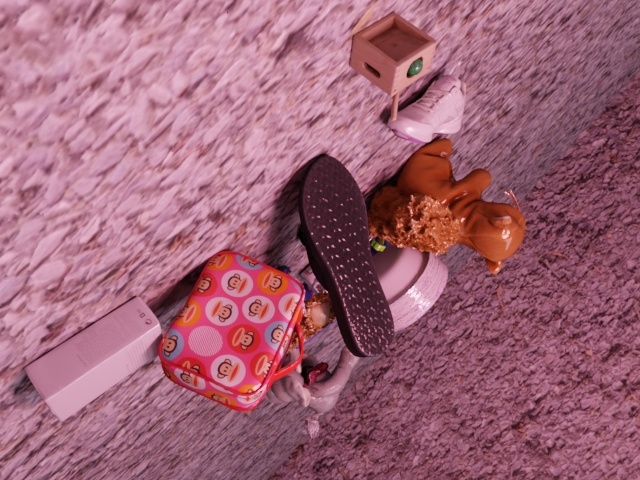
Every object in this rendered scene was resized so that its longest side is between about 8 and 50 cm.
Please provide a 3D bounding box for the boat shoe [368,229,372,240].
[{"bbox_3d":[0.152,-0.035,1.780,0.125,0.038,0.046,-44,-159,7],"label":"boat shoe"}]

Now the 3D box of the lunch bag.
[{"bbox_3d":[-0.153,0.181,1.192,0.120,0.258,0.293,102,12,-54],"label":"lunch bag"}]

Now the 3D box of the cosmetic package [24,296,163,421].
[{"bbox_3d":[-0.410,0.218,1.100,0.231,0.085,0.117,-33,155,-28],"label":"cosmetic package"}]

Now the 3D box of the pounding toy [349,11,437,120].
[{"bbox_3d":[0.136,-0.323,1.099,0.130,0.141,0.100,-37,157,-23],"label":"pounding toy"}]

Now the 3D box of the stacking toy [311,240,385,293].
[{"bbox_3d":[0.087,0.074,1.589,0.167,0.052,0.221,-56,151,13],"label":"stacking toy"}]

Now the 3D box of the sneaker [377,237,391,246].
[{"bbox_3d":[0.244,0.043,1.967,0.091,0.126,0.240,-30,153,-38],"label":"sneaker"}]

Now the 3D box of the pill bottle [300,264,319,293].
[{"bbox_3d":[0.034,0.072,1.665,0.169,0.094,0.094,-44,159,-8],"label":"pill bottle"}]

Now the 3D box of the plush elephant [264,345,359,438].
[{"bbox_3d":[-0.066,0.477,2.031,0.255,0.272,0.329,40,54,-34],"label":"plush elephant"}]

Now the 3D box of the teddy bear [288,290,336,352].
[{"bbox_3d":[-0.046,0.187,1.436,0.245,0.113,0.338,-28,171,-26],"label":"teddy bear"}]

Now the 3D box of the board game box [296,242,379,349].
[{"bbox_3d":[0.046,0.174,1.888,0.347,0.078,0.233,-30,153,-38],"label":"board game box"}]

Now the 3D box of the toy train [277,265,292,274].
[{"bbox_3d":[-0.130,0.094,1.491,0.158,0.027,0.036,-22,136,-47],"label":"toy train"}]

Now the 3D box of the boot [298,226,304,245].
[{"bbox_3d":[0.000,0.000,1.526,0.137,0.077,0.197,-31,142,-25],"label":"boot"}]

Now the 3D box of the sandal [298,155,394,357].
[{"bbox_3d":[0.033,0.041,1.291,0.168,0.445,0.107,-15,-178,-39],"label":"sandal"}]

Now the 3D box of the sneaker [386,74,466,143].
[{"bbox_3d":[0.258,-0.321,1.419,0.305,0.114,0.152,-28,138,-50],"label":"sneaker"}]

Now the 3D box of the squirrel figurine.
[{"bbox_3d":[0.346,-0.052,1.621,0.397,0.370,0.281,-22,136,-31],"label":"squirrel figurine"}]

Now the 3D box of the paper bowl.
[{"bbox_3d":[0.217,0.118,1.730,0.284,0.148,0.284,-41,-164,15],"label":"paper bowl"}]
